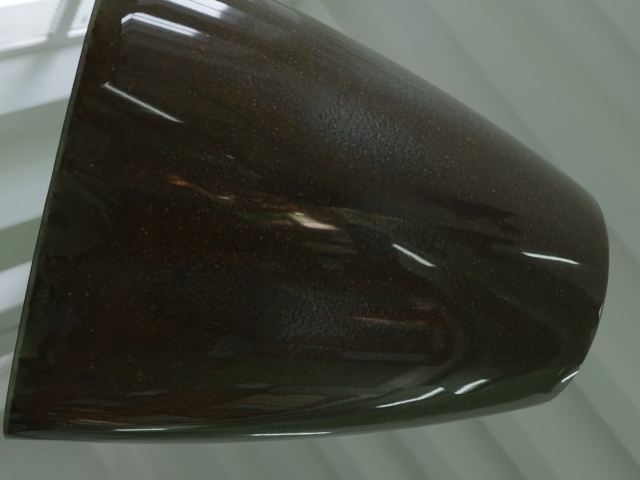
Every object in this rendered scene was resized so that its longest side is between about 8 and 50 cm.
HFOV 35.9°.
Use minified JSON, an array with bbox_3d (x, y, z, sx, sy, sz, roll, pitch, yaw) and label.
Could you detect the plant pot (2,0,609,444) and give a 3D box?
[{"bbox_3d":[0.000,0.000,0.445,0.215,0.231,0.215,-168,-90,-77],"label":"plant pot"}]
